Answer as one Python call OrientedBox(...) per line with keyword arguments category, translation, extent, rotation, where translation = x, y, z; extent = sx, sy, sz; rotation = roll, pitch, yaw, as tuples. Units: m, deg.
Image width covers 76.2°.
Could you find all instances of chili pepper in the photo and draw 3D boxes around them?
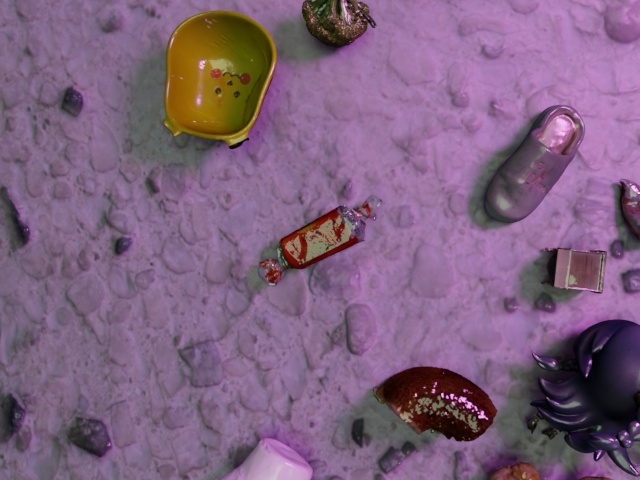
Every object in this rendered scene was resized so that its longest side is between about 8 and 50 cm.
OrientedBox(category="chili pepper", translation=(0.597, -0.045, 0.756), extent=(0.050, 0.041, 0.153), rotation=(-15, 70, -12))

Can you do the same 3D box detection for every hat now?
OrientedBox(category="hat", translation=(-0.095, 0.469, 0.791), extent=(0.203, 0.203, 0.126), rotation=(27, 78, 7))

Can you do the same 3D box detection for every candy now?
OrientedBox(category="candy", translation=(0.000, -0.001, 0.827), extent=(0.292, 0.059, 0.086), rotation=(-28, 83, 6))

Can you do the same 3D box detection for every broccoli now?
OrientedBox(category="broccoli", translation=(0.032, -0.442, 0.798), extent=(0.130, 0.120, 0.131), rotation=(-15, 53, -12))

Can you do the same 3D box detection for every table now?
OrientedBox(category="table", translation=(0.468, 0.053, 0.760), extent=(0.083, 0.062, 0.079), rotation=(5, 90, 8))

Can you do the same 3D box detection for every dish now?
OrientedBox(category="dish", translation=(-0.195, -0.312, 0.832), extent=(0.221, 0.108, 0.262), rotation=(11, 89, 8))

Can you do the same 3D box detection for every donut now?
OrientedBox(category="donut", translation=(0.212, 0.302, 0.767), extent=(0.187, 0.126, 0.144), rotation=(35, 87, 7))

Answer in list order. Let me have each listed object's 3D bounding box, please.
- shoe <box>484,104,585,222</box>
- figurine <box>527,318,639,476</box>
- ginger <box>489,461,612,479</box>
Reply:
OrientedBox(category="shoe", translation=(0.403, -0.146, 0.754), extent=(0.103, 0.100, 0.251), rotation=(32, 91, 6))
OrientedBox(category="figurine", translation=(0.498, 0.266, 0.708), extent=(0.175, 0.197, 0.264), rotation=(23, 89, -29))
OrientedBox(category="ginger", translation=(0.415, 0.501, 0.732), extent=(0.276, 0.130, 0.221), rotation=(-25, 78, 2))
